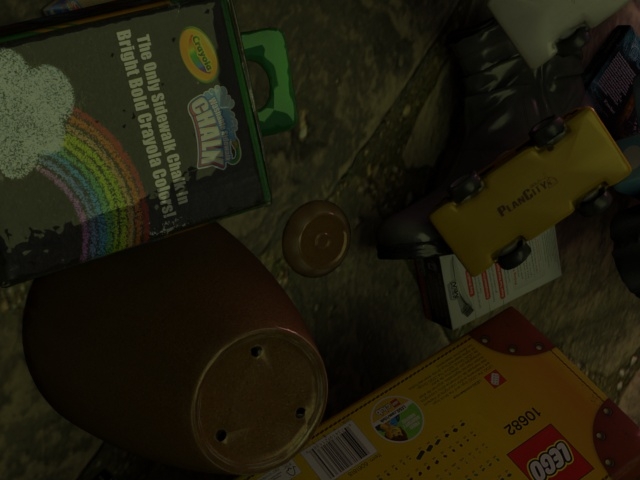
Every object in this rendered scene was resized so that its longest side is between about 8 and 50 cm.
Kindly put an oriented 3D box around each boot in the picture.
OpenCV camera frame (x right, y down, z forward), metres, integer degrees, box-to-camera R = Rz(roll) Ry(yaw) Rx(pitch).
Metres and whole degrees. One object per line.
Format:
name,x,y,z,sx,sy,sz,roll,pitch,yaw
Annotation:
boot,0.170,-0.124,1.076,0.338,0.118,0.223,-26,106,-31

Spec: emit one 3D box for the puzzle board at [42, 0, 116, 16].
puzzle board,-0.176,-0.183,0.901,0.096,0.011,0.128,-42,117,-16

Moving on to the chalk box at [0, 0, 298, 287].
chalk box,-0.160,-0.103,0.819,0.289,0.179,0.180,-18,110,-24

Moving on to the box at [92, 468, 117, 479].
box,-0.234,0.316,0.961,0.162,0.029,0.116,-40,118,-16

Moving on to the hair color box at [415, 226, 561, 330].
hair color box,0.193,0.025,1.139,0.167,0.053,0.093,-23,112,-26

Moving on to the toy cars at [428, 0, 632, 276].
toy cars,0.224,-0.151,0.956,0.176,0.087,0.394,13,105,-2

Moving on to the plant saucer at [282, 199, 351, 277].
plant saucer,0.000,0.000,1.041,0.083,0.015,0.083,-7,104,-29

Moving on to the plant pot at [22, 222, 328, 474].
plant pot,-0.109,0.100,0.858,0.237,0.254,0.237,-6,103,-28

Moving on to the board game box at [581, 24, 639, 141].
board game box,0.389,-0.157,1.232,0.186,0.026,0.126,43,77,-30

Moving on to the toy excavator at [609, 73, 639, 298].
toy excavator,0.410,-0.173,1.089,0.433,0.222,0.445,13,66,-41

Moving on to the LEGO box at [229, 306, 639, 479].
LEGO box,0.033,0.341,0.936,0.500,0.193,0.372,-28,146,-23
